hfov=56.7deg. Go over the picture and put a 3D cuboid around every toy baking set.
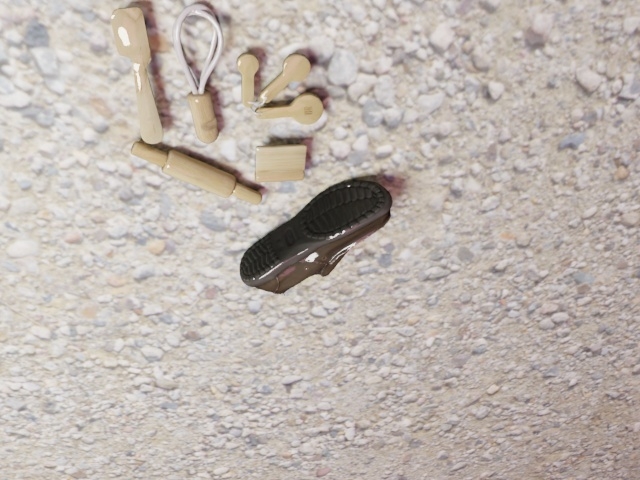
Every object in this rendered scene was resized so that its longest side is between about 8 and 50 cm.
[{"bbox_3d":[-0.116,-0.143,0.651,0.256,0.030,0.197,18,120,-25],"label":"toy baking set"}]

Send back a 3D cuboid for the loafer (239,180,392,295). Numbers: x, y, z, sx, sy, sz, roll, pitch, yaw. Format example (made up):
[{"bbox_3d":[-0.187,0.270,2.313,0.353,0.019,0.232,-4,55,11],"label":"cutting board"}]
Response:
[{"bbox_3d":[0.000,0.000,0.765,0.220,0.080,0.078,-29,138,17],"label":"loafer"}]
